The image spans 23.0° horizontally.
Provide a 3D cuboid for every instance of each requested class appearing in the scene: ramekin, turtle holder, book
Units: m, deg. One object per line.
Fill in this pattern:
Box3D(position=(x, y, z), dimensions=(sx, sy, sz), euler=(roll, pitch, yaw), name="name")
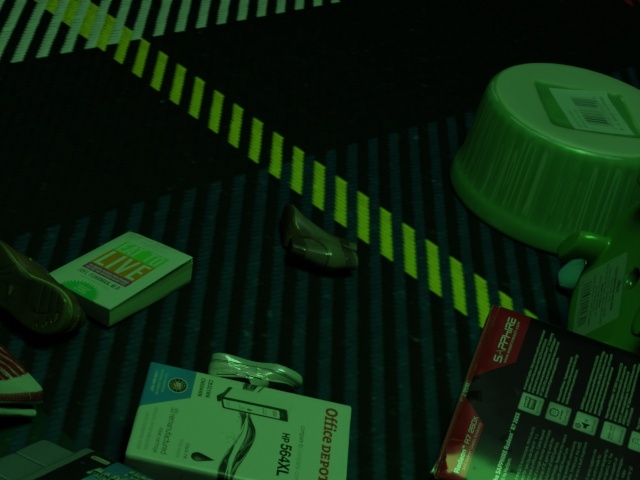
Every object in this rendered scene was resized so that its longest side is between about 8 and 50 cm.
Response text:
Box3D(position=(0.337, -0.115, 2.109), dimensions=(0.303, 0.148, 0.303), euler=(11, 31, -6), name="ramekin")
Box3D(position=(0.424, 0.051, 1.723), dimensions=(0.227, 0.320, 0.243), euler=(26, 29, -19), name="turtle holder")
Box3D(position=(-0.223, 0.041, 1.741), dimensions=(0.096, 0.035, 0.144), euler=(25, 34, 24), name="book")

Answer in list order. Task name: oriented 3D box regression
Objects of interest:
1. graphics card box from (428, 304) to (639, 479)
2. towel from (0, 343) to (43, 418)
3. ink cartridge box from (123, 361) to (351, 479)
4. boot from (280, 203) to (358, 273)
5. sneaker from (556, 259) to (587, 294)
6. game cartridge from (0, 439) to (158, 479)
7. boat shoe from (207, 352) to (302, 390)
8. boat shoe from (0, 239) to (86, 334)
Box3D(position=(0.306, 0.226, 1.540), dimensions=(0.371, 0.094, 0.233), euler=(18, 48, 8), name="graphics card box")
Box3D(position=(-0.439, 0.063, 1.521), dimensions=(0.329, 0.037, 0.237), euler=(38, 16, 33), name="towel")
Box3D(position=(-0.077, 0.206, 1.474), dimensions=(0.203, 0.086, 0.148), euler=(12, 31, -3), name="ink cartridge box")
Box3D(position=(0.000, 0.000, 1.894), dimensions=(0.087, 0.042, 0.118), euler=(13, 31, -15), name="boot")
Box3D(position=(0.349, 0.018, 1.898), dimensions=(0.073, 0.162, 0.063), euler=(21, 53, -43), name="sneaker")
Box3D(position=(-0.193, 0.263, 1.264), dimensions=(0.355, 0.068, 0.230), euler=(16, 31, 39), name="game cartridge")
Box3D(position=(-0.069, 0.146, 1.634), dimensions=(0.100, 0.035, 0.035), euler=(15, 58, -7), name="boat shoe")
Box3D(position=(-0.320, 0.047, 1.666), dimensions=(0.178, 0.064, 0.060), euler=(33, 5, 26), name="boat shoe")
